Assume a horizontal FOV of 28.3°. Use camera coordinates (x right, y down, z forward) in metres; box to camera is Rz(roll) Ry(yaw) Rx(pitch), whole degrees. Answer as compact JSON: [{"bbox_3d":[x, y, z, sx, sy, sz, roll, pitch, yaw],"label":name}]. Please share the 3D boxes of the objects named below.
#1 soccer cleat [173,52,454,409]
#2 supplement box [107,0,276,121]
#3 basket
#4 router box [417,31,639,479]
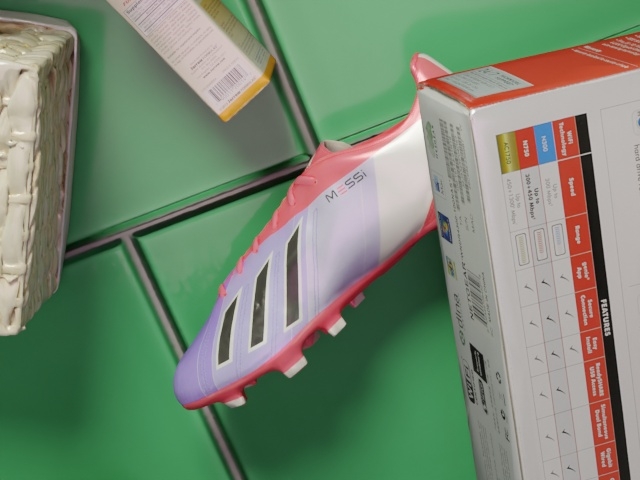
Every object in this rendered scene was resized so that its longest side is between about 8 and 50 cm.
[{"bbox_3d":[0.000,0.000,0.731,0.248,0.083,0.095,-39,93,10],"label":"soccer cleat"},{"bbox_3d":[-0.071,-0.117,0.698,0.036,0.062,0.098,-41,103,14],"label":"supplement box"},{"bbox_3d":[-0.201,-0.040,0.702,0.113,0.103,0.167,7,107,-3],"label":"basket"},{"bbox_3d":[0.229,0.048,0.701,0.301,0.082,0.335,-13,108,-11],"label":"router box"}]
